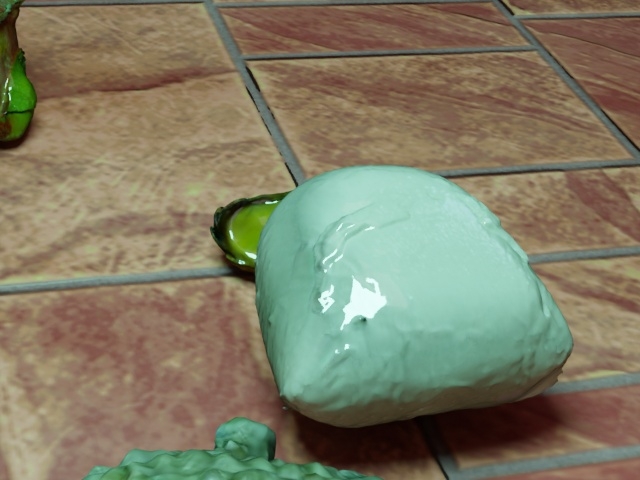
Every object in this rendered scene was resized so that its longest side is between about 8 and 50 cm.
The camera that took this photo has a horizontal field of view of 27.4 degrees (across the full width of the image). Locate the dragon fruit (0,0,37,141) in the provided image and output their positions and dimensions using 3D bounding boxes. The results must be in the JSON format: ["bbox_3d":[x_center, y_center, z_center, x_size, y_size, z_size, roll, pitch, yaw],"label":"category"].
[{"bbox_3d":[-0.376,-0.168,1.125,0.268,0.130,0.295,22,37,20],"label":"dragon fruit"}]

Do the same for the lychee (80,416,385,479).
[{"bbox_3d":[-0.032,0.207,0.566,0.255,0.255,0.274,-2,67,-14],"label":"lychee"}]

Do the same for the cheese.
[{"bbox_3d":[0.048,0.038,0.885,0.198,0.154,0.189,-4,55,-22],"label":"cheese"}]

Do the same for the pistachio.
[{"bbox_3d":[0.000,0.000,1.027,0.172,0.049,0.090,8,59,-3],"label":"pistachio"}]
